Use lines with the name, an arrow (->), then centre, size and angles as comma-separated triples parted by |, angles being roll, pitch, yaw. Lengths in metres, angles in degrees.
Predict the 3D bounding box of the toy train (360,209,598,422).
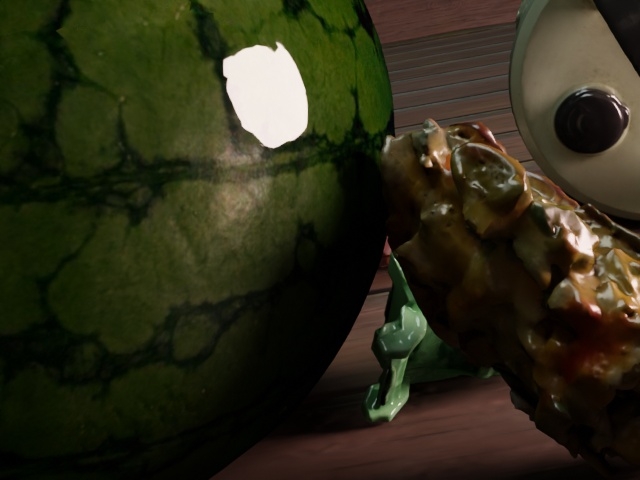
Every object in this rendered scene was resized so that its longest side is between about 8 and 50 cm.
toy train -> 0.086, 0.035, 0.539 | 0.149, 0.099, 0.081 | -7, 47, -15

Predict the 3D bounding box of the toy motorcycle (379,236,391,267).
toy motorcycle -> 0.000, 0.000, 0.706 | 0.212, 0.118, 0.084 | -8, -11, -47

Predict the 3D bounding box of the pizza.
pizza -> 0.103, 0.051, 0.395 | 0.069, 0.147, 0.226 | -41, 70, -18

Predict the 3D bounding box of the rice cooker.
rice cooker -> 0.251, -0.136, 0.786 | 0.226, 0.226, 0.244 | -6, 15, 16

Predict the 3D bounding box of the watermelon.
watermelon -> -0.135, -0.034, 0.465 | 0.363, 0.363, 0.363 | -10, 15, 3
